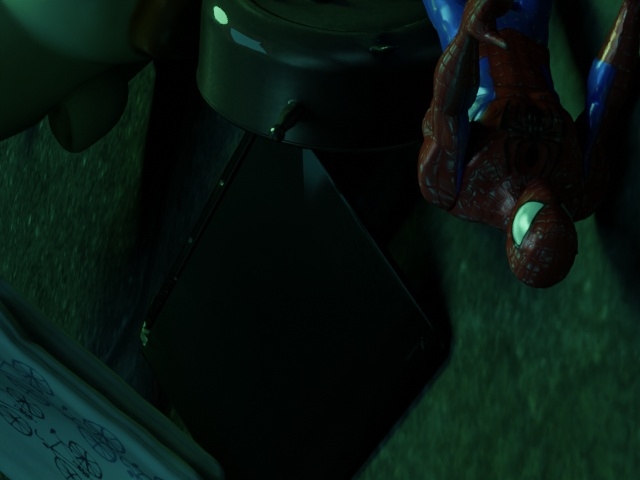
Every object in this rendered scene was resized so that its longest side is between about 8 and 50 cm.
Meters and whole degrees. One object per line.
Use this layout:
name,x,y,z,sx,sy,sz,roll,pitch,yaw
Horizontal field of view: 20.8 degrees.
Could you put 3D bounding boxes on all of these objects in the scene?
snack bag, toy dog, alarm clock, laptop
snack bag,-0.221,0.074,1.099,0.037,0.342,0.323,-48,0,-23
toy dog,-0.250,-0.189,1.247,0.284,0.408,0.395,66,-165,7
alarm clock,0.001,-0.106,0.843,0.192,0.129,0.064,-124,33,-55
laptop,0.000,0.000,0.982,0.234,0.137,0.264,-57,5,45

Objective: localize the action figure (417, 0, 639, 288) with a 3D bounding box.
action figure,0.079,-0.115,0.711,0.139,0.091,0.280,111,158,-50
